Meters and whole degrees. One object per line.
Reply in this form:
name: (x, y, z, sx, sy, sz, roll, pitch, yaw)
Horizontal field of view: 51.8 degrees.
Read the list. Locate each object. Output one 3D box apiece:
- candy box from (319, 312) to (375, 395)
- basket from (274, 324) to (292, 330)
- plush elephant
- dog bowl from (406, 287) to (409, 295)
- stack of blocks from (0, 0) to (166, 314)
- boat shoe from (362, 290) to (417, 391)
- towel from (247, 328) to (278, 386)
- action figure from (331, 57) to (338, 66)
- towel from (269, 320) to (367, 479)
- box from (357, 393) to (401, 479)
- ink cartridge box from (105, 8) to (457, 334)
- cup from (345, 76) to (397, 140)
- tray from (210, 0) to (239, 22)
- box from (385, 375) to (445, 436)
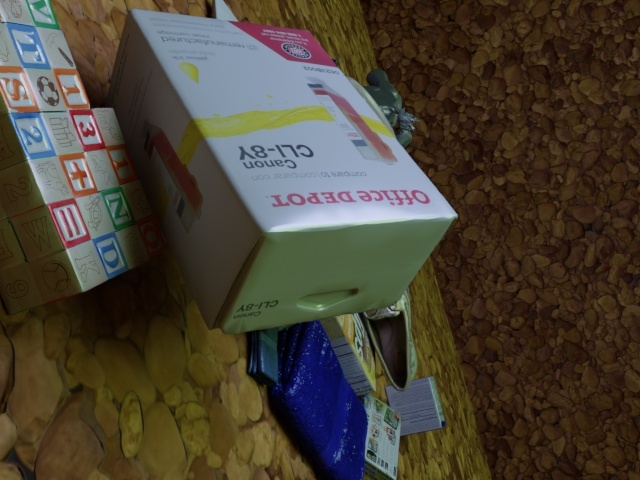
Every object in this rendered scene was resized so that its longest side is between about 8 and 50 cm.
candy box: (0.024, 0.157, 1.384, 0.182, 0.088, 0.316, -83, 151, -56)
basket: (0.000, 0.000, 1.063, 0.254, 0.289, 0.201, 55, 5, -27)
plush elephant: (0.146, -0.347, 2.046, 0.272, 0.255, 0.330, -20, 53, -36)
dog bowl: (0.150, 0.032, 1.889, 0.349, 0.102, 0.348, -17, 90, -74)
stack of blocks: (-0.279, -0.097, 0.660, 0.171, 0.087, 0.297, -45, 116, -72)
boat shoe: (0.153, 0.184, 1.439, 0.089, 0.105, 0.285, -46, 119, -78)
towel: (-0.094, 0.177, 1.088, 0.067, 0.029, 0.119, 52, 26, -47)
action figure: (0.005, -0.461, 1.864, 0.285, 0.099, 0.185, 56, 37, -5)
towel: (0.010, 0.300, 1.219, 0.227, 0.076, 0.308, -85, 152, -54)
box: (0.115, 0.419, 1.414, 0.114, 0.036, 0.207, 36, 24, -6)
ink cartridge box: (-0.061, -0.100, 0.810, 0.279, 0.160, 0.384, -6, 50, -37)
cup: (0.004, -0.174, 1.250, 0.331, 0.237, 0.331, 44, 26, -28)
tray: (-0.165, -0.389, 1.415, 0.270, 0.030, 0.145, 46, 30, -56)
box: (0.256, 0.447, 1.778, 0.072, 0.126, 0.137, 27, 49, -70)
